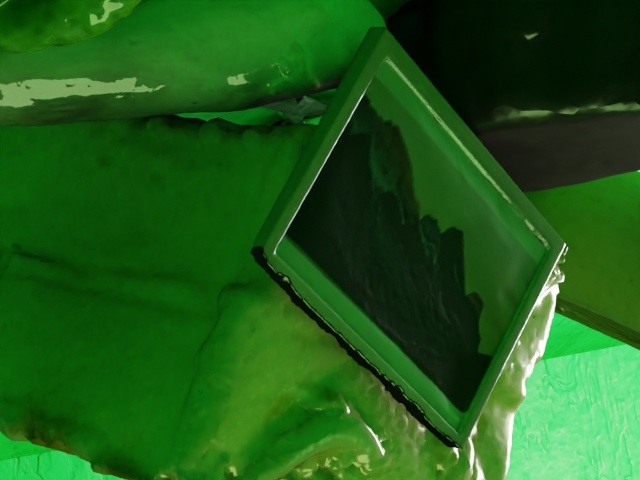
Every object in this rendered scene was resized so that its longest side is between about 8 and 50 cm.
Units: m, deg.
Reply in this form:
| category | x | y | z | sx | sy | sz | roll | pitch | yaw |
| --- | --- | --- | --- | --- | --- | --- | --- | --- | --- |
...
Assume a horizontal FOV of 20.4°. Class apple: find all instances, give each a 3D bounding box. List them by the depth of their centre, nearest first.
| category | x | y | z | sx | sy | sz | roll | pitch | yaw |
| --- | --- | --- | --- | --- | --- | --- | --- | --- | --- |
| apple | 0.317 | 0.058 | 1.966 | 0.312 | 0.360 | 0.320 | -42 | 149 | -41 |

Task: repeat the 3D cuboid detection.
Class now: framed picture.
| category | x | y | z | sx | sy | sz | roll | pitch | yaw |
| --- | --- | --- | --- | --- | --- | --- | --- | --- | --- |
| framed picture | 0.070 | 0.005 | 1.262 | 0.018 | 0.192 | 0.265 | 7 | 151 | 45 |

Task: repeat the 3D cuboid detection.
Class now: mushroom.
| category | x | y | z | sx | sy | sz | roll | pitch | yaw |
| --- | --- | --- | --- | --- | --- | --- | --- | --- | --- |
| mushroom | -0.124 | -0.129 | 1.246 | 0.351 | 0.097 | 0.109 | -8 | 166 | -4 |

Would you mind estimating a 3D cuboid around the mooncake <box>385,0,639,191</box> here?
| category | x | y | z | sx | sy | sz | roll | pitch | yaw |
| --- | --- | --- | --- | --- | --- | --- | --- | --- | --- |
| mooncake | 0.176 | -0.129 | 1.400 | 0.283 | 0.141 | 0.283 | -3 | 167 | -1 |

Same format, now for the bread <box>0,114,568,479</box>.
| category | x | y | z | sx | sy | sz | roll | pitch | yaw |
| --- | --- | --- | --- | --- | --- | --- | --- | --- | --- |
| bread | -0.052 | 0.061 | 1.418 | 0.371 | 0.279 | 0.390 | 12 | 175 | 40 |

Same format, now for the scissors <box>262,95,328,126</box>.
| category | x | y | z | sx | sy | sz | roll | pitch | yaw |
| --- | --- | --- | --- | --- | --- | --- | --- | --- | --- |
| scissors | -0.024 | -0.118 | 1.555 | 0.144 | 0.017 | 0.248 | -17 | 165 | 22 |

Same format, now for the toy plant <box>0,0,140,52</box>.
| category | x | y | z | sx | sy | sz | roll | pitch | yaw |
| --- | --- | --- | --- | --- | --- | --- | --- | --- | --- |
| toy plant | -0.231 | -0.137 | 0.963 | 0.224 | 0.184 | 0.316 | 23 | 142 | -26 |
